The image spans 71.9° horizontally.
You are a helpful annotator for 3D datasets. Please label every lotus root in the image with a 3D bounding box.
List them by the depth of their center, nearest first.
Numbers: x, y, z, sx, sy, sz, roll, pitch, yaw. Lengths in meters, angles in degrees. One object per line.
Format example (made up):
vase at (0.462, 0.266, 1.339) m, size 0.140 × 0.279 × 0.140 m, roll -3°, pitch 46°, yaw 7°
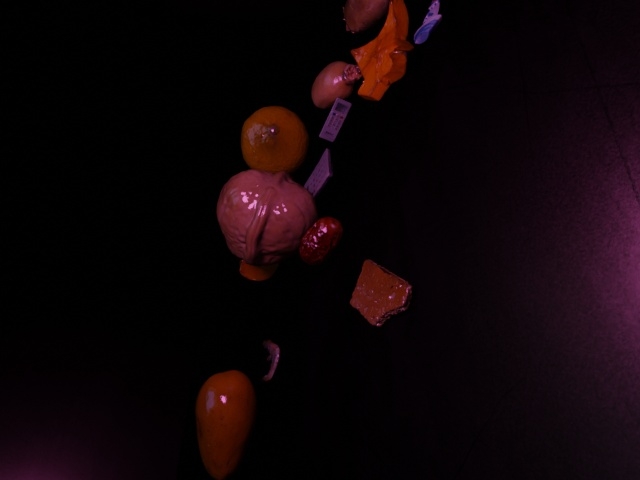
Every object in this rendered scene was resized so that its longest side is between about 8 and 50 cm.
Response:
lotus root at (0.045, -0.582, 1.656) m, size 0.303 × 0.131 × 0.146 m, roll 173°, pitch 110°, yaw -67°

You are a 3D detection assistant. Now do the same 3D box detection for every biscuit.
biscuit at (0.140, 0.132, 1.038) m, size 0.237 × 0.026 × 0.131 m, roll -146°, pitch 72°, yaw -67°

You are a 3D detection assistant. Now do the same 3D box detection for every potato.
potato at (0.164, -0.832, 1.535) m, size 0.296 × 0.142 × 0.191 m, roll 164°, pitch 122°, yaw -69°

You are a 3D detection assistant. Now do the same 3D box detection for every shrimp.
shrimp at (-0.198, 0.450, 1.652) m, size 0.195 × 0.035 × 0.147 m, roll 10°, pitch 86°, yaw 68°

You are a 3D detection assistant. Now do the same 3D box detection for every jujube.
jujube at (0.000, 0.000, 1.376) m, size 0.112 × 0.109 × 0.176 m, roll 56°, pitch 132°, yaw 20°

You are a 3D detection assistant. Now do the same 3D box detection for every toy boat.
toy boat at (0.301, -0.595, 1.180) m, size 0.149 × 0.034 × 0.105 m, roll -59°, pitch 19°, yaw 3°

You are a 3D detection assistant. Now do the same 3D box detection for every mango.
mango at (-0.349, 0.668, 1.616) m, size 0.264 × 0.221 × 0.377 m, roll -18°, pitch 67°, yaw 62°

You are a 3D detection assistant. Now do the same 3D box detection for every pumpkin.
pumpkin at (0.186, -0.551, 1.329) m, size 0.258 × 0.095 × 0.290 m, roll -44°, pitch 38°, yaw 50°
pumpkin at (-0.295, 0.040, 1.859) m, size 0.190 × 0.280 × 0.139 m, roll -37°, pitch 14°, yaw -2°

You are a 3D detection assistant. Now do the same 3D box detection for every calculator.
calculator at (-0.022, -0.218, 1.710) m, size 0.261 × 0.021 × 0.161 m, roll -54°, pitch 28°, yaw 41°

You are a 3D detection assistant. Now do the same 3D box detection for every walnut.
walnut at (-0.189, -0.082, 1.562) m, size 0.381 × 0.382 × 0.380 m, roll -50°, pitch 31°, yaw 46°

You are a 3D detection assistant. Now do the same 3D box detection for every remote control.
remote control at (0.053, -0.446, 1.636) m, size 0.162 × 0.061 × 0.029 m, roll -61°, pitch 22°, yaw 28°

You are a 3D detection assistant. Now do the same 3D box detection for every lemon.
lemon at (-0.201, -0.427, 1.937) m, size 0.336 × 0.336 × 0.335 m, roll -50°, pitch 31°, yaw 46°

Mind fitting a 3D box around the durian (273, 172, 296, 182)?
durian at (-0.189, -0.167, 1.822) m, size 0.176 × 0.200 × 0.236 m, roll 50°, pitch -131°, yaw -86°
